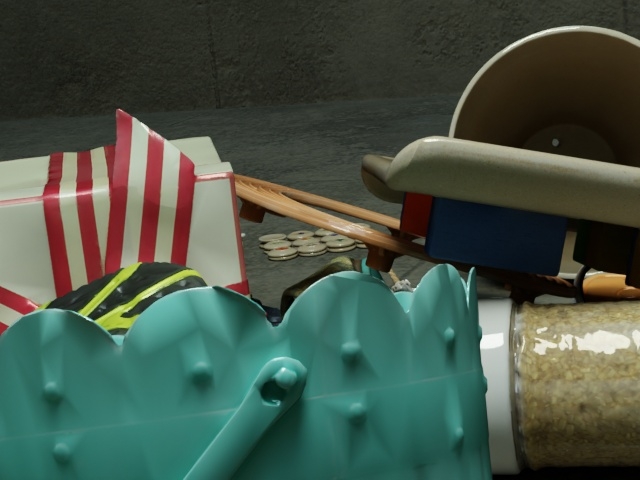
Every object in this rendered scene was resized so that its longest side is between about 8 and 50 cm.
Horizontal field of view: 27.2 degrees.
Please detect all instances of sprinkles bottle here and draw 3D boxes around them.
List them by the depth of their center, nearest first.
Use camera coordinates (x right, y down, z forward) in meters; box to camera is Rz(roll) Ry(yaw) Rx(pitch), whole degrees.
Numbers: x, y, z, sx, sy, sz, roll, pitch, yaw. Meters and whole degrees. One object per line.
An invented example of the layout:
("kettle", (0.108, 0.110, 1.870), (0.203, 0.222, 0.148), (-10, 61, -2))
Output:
("sprinkles bottle", (0.259, 0.093, 0.875), (0.356, 0.121, 0.121), (-3, 13, 13))

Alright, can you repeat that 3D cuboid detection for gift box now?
("gift box", (-0.181, 0.037, 1.013), (0.255, 0.276, 0.258), (-13, 15, -6))

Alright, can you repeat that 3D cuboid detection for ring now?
("ring", (0.065, 0.003, 1.190), (0.337, 0.032, 0.336), (18, 4, -1))

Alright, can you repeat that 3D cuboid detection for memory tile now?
("memory tile", (0.000, 0.000, 1.663), (0.148, 0.012, 0.113), (-8, 12, -9))

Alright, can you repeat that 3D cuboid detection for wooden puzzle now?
("wooden puzzle", (0.195, -0.010, 1.013), (0.322, 0.080, 0.348), (9, 0, -2))

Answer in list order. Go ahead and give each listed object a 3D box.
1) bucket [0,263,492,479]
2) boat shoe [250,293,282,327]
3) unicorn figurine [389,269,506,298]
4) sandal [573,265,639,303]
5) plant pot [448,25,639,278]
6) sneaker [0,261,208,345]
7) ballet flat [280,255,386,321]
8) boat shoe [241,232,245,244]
("bucket", (-0.045, 0.120, 0.610), (0.281, 0.183, 0.281), (-8, -7, -1))
("boat shoe", (-0.086, 0.065, 1.248), (0.183, 0.083, 0.065), (-5, 13, 5))
("unicorn figurine", (0.121, 0.068, 1.222), (0.162, 0.060, 0.111), (12, 14, 5))
("sandal", (0.278, 0.047, 1.169), (0.102, 0.076, 0.265), (-4, 12, 8))
("plant pot", (0.274, -0.084, 1.461), (0.257, 0.256, 0.274), (-4, -2, 8))
("sneaker", (-0.220, 0.157, 0.815), (0.385, 0.147, 0.145), (-24, 22, 5))
("ballet flat", (0.015, 0.096, 1.032), (0.123, 0.123, 0.348), (-6, 12, -1))
("boat shoe", (-0.143, -0.016, 1.576), (0.099, 0.116, 0.319), (-12, 8, -7))
